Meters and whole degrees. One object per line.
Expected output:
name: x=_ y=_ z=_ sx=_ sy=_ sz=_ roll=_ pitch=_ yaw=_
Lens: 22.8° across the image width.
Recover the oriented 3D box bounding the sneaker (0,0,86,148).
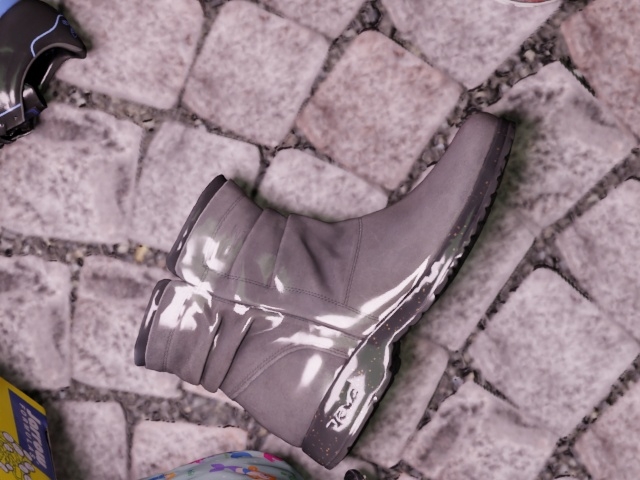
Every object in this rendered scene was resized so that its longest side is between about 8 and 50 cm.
sneaker: x=-0.294 y=-0.104 z=1.335 sx=0.090 sy=0.081 sz=0.232 roll=36 pitch=89 yaw=9

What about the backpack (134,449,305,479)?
backpack: x=-0.092 y=0.293 z=1.267 sx=0.254 sy=0.191 sz=0.225 roll=-20 pitch=102 yaw=-15

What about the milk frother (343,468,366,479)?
milk frother: x=0.098 y=0.246 z=1.314 sx=0.135 sy=0.129 sz=0.143 roll=5 pitch=55 yaw=-32

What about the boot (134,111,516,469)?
boot: x=0.000 y=0.000 z=1.313 sx=0.223 sy=0.118 sz=0.338 roll=31 pitch=85 yaw=7

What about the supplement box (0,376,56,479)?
supplement box: x=-0.390 y=0.248 z=1.217 sx=0.356 sy=0.194 sz=0.195 roll=-42 pitch=123 yaw=8

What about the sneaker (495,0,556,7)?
sneaker: x=0.126 y=-0.321 z=1.311 sx=0.107 sy=0.118 sz=0.279 roll=-26 pitch=88 yaw=1
